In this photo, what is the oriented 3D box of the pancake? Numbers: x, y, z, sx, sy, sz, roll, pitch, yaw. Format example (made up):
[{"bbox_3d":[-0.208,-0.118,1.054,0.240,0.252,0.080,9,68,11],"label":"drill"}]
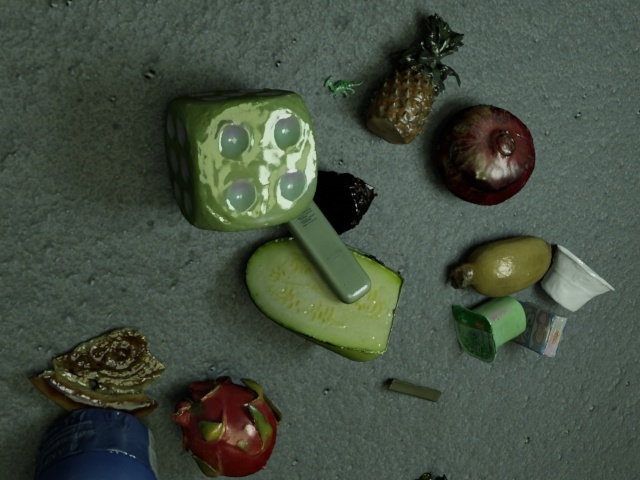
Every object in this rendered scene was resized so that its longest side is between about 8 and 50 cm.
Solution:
[{"bbox_3d":[-0.454,0.308,1.505,0.257,0.056,0.212,-23,111,-18],"label":"pancake"}]

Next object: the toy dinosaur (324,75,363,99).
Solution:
[{"bbox_3d":[0.049,-0.352,1.603,0.083,0.021,0.062,-46,104,-7],"label":"toy dinosaur"}]

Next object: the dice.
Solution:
[{"bbox_3d":[-0.161,-0.167,1.416,0.249,0.254,0.252,-10,108,-22],"label":"dice"}]

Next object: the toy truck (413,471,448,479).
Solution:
[{"bbox_3d":[0.272,0.712,1.922,0.192,0.092,0.083,-32,114,-15],"label":"toy truck"}]

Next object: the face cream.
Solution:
[{"bbox_3d":[-0.453,0.498,1.436,0.248,0.225,0.249,-6,117,-12],"label":"face cream"}]

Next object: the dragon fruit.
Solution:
[{"bbox_3d":[-0.204,0.407,1.570,0.224,0.224,0.227,-36,112,-13],"label":"dragon fruit"}]

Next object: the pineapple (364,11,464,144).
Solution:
[{"bbox_3d":[0.230,-0.367,1.621,0.170,0.141,0.310,30,81,0],"label":"pineapple"}]

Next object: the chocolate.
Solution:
[{"bbox_3d":[0.062,-0.098,1.625,0.133,0.156,0.156,-25,114,-46],"label":"chocolate"}]

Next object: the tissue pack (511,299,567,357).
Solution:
[{"bbox_3d":[0.579,0.237,1.917,0.065,0.155,0.116,13,96,-29],"label":"tissue pack"}]

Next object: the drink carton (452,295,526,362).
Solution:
[{"bbox_3d":[0.453,0.222,1.869,0.142,0.146,0.144,-23,112,-28],"label":"drink carton"}]

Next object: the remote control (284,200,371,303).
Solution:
[{"bbox_3d":[0.001,0.000,1.571,0.090,0.038,0.310,-34,83,-21],"label":"remote control"}]

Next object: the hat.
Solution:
[{"bbox_3d":[0.687,0.115,1.943,0.203,0.203,0.126,29,105,-28],"label":"hat"}]

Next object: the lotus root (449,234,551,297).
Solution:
[{"bbox_3d":[0.486,0.067,1.844,0.303,0.131,0.146,-14,107,-21],"label":"lotus root"}]

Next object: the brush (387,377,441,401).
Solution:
[{"bbox_3d":[0.245,0.392,1.873,0.190,0.027,0.034,21,97,-35],"label":"brush"}]

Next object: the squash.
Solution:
[{"bbox_3d":[-0.004,0.107,1.585,0.309,0.210,0.234,33,65,-32],"label":"squash"}]

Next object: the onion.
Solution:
[{"bbox_3d":[0.399,-0.207,1.706,0.246,0.190,0.247,1,87,-14],"label":"onion"}]
